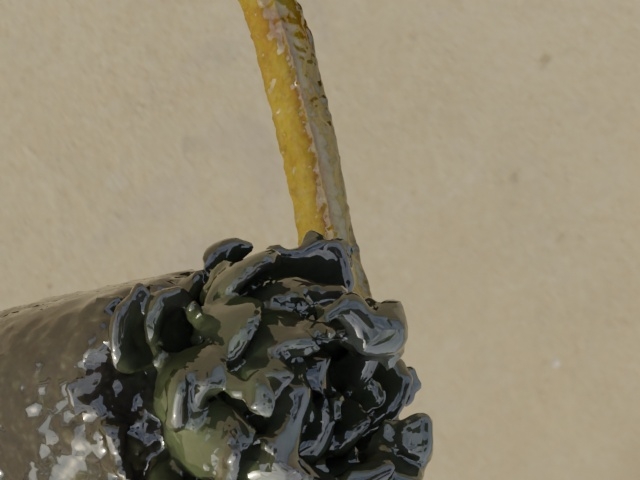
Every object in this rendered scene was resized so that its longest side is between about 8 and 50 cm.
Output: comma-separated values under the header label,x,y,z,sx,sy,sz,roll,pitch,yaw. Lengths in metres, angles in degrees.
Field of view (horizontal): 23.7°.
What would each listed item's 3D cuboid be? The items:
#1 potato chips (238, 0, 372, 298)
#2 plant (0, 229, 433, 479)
label,x,y,z,sx,sy,sz,roll,pitch,yaw
potato chips,0.000,0.000,0.549,0.026,0.204,0.037,-17,166,28
plant,-0.041,0.046,0.426,0.092,0.143,0.094,-4,91,-60
